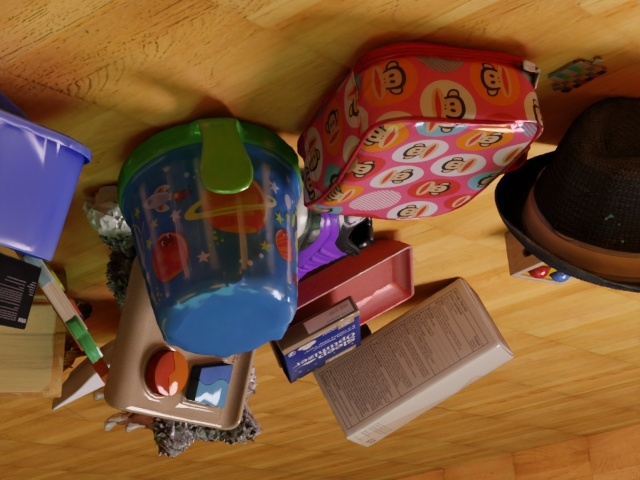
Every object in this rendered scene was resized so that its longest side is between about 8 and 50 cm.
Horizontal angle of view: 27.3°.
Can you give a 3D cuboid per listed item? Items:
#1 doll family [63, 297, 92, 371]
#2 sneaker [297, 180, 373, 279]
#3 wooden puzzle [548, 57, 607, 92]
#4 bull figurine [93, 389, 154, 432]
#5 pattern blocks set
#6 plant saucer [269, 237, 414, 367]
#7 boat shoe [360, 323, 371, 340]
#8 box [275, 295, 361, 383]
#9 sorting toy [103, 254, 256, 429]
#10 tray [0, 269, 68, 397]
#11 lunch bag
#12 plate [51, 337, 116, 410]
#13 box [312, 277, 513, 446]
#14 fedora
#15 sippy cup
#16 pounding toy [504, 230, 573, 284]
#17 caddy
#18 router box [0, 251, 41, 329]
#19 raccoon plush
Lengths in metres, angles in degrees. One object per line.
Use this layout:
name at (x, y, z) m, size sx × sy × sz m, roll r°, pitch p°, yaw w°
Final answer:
doll family at (-0.476, 0.176, 2.204) m, size 0.163 × 0.118 × 0.263 m, roll 12°, pitch 154°, yaw -40°
sneaker at (0.000, 0.001, 1.867) m, size 0.146 × 0.102 × 0.293 m, roll -1°, pitch 160°, yaw -13°
wooden puzzle at (0.300, -0.195, 1.542) m, size 0.049 × 0.006 × 0.083 m, roll 11°, pitch 155°, yaw -37°
bull figurine at (-0.337, 0.357, 2.765) m, size 0.188 × 0.101 × 0.310 m, roll -9°, pitch 160°, yaw 15°
pattern blocks set at (-0.358, 0.071, 1.781) m, size 0.026 × 0.285 × 0.325 m, roll -34°, pitch -158°, yaw -11°
plant saucer at (0.026, 0.094, 2.098) m, size 0.258 × 0.048 × 0.259 m, roll -29°, pitch 161°, yaw -6°
boat shoe at (0.016, 0.142, 2.280) m, size 0.095 × 0.095 × 0.257 m, roll -27°, pitch 151°, yaw 34°
box at (-0.001, 0.166, 2.116) m, size 0.136 × 0.036 × 0.225 m, roll -28°, pitch 162°, yaw -8°
sorting toy at (-0.163, 0.093, 1.793) m, size 0.041 × 0.307 × 0.229 m, roll 4°, pitch 169°, yaw 45°
tray at (-0.599, 0.146, 2.009) m, size 0.410 × 0.076 × 0.203 m, roll 1°, pitch 122°, yaw -15°
lunch bag at (0.129, -0.117, 1.549) m, size 0.258 × 0.120 × 0.293 m, roll 2°, pitch 158°, yaw -21°
plate at (-0.314, 0.185, 2.253) m, size 0.277 × 0.045 × 0.278 m, roll -27°, pitch 174°, yaw -34°
box at (0.161, 0.214, 2.286) m, size 0.311 × 0.148 × 0.121 m, roll -31°, pitch 156°, yaw 9°
fedora at (0.380, -0.077, 1.602) m, size 0.334 × 0.334 × 0.153 m, roll 1°, pitch 126°, yaw -16°
sippy cup at (-0.124, 0.011, 1.607) m, size 0.240 × 0.224 × 0.305 m, roll -24°, pitch 143°, yaw 19°
pounding toy at (0.367, 0.020, 2.013) m, size 0.130 × 0.100 × 0.141 m, roll 10°, pitch 155°, yaw -37°
caddy at (-0.403, -0.100, 1.389) m, size 0.241 × 0.179 × 0.341 m, roll 8°, pitch 172°, yaw 37°
router box at (-0.460, 0.022, 1.409) m, size 0.242 × 0.081 × 0.309 m, roll 14°, pitch 174°, yaw 5°
raccoon plush at (-0.236, 0.137, 1.895) m, size 0.216 × 0.299 × 0.446 m, roll -14°, pitch 158°, yaw 25°
